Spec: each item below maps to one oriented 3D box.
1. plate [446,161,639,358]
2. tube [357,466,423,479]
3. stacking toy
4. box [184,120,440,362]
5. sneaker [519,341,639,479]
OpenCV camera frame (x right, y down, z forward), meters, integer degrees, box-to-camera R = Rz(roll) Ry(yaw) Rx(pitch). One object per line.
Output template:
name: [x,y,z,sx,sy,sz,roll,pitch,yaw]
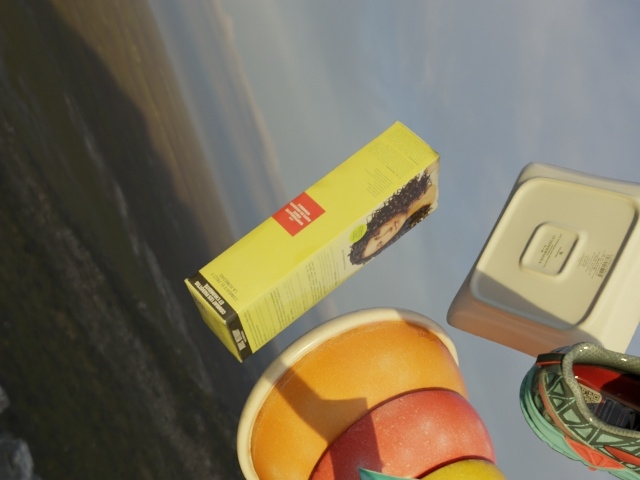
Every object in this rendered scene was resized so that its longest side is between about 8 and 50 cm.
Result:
plate: [0.318,0.022,1.191,0.045,0.277,0.278,37,-11,-39]
tube: [0.079,0.331,0.896,0.052,0.080,0.207,-18,107,-58]
stacking toy: [0.129,0.340,1.119,0.480,0.351,0.350,49,-17,49]
box: [0.000,0.000,0.760,0.058,0.232,0.087,45,-16,27]
sneaker: [0.291,0.159,0.710,0.125,0.262,0.104,89,23,-63]
